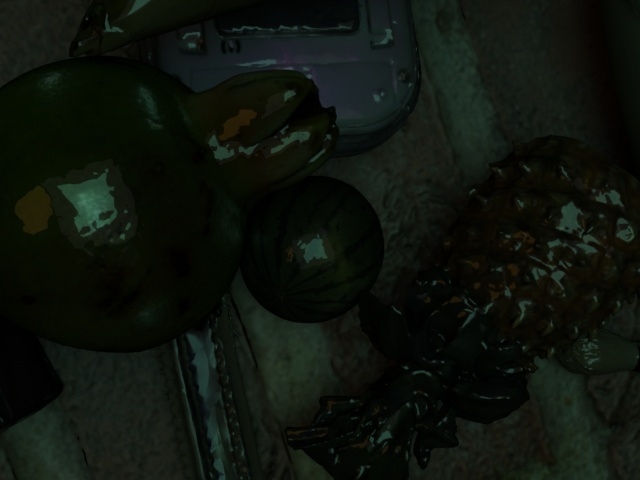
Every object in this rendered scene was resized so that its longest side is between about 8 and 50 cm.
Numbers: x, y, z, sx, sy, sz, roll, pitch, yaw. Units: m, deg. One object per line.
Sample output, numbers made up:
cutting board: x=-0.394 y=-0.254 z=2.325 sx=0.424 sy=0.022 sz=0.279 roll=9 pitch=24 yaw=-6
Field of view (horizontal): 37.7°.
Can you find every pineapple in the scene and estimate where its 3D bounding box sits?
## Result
pineapple: x=0.106 y=0.060 z=0.694 sx=0.310 sy=0.141 sz=0.170 roll=-46 pitch=127 yaw=-1

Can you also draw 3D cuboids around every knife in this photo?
knife: x=-0.078 y=0.105 z=0.704 sx=0.089 sy=0.043 sz=0.365 roll=-10 pitch=92 yaw=-11

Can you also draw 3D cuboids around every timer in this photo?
timer: x=-0.031 y=-0.154 z=0.695 sx=0.209 sy=0.069 sz=0.190 roll=-8 pitch=83 yaw=-13

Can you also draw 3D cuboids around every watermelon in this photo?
watermelon: x=0.000 y=0.000 z=0.695 sx=0.105 sy=0.105 sz=0.133 roll=52 pitch=46 yaw=-6

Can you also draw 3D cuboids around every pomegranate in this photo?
pomegranate: x=-0.111 y=-0.015 z=0.584 sx=0.241 sy=0.159 sz=0.189 roll=3 pitch=107 yaw=-3

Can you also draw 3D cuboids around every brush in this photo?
brush: x=0.333 y=0.108 z=0.788 sx=0.299 sy=0.039 sz=0.042 roll=10 pitch=91 yaw=-13

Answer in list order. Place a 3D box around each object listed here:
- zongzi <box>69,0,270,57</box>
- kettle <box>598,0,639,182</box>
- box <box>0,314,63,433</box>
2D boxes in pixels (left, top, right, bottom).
zongzi: x=-0.043 y=-0.364 z=0.609 sx=0.418 sy=0.181 sz=0.447 roll=-24 pitch=86 yaw=-19
kettle: x=0.330 y=-0.118 z=0.737 sx=0.240 sy=0.165 sz=0.255 roll=-14 pitch=86 yaw=-40
box: x=-0.326 y=0.091 z=0.603 sx=0.252 sy=0.153 sz=0.188 roll=-27 pitch=93 yaw=-8
